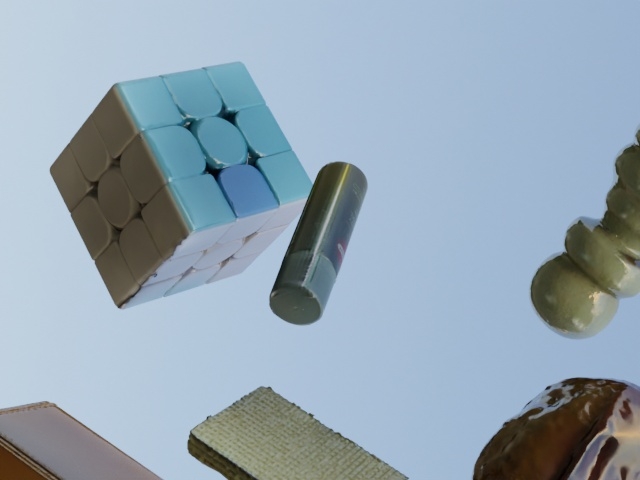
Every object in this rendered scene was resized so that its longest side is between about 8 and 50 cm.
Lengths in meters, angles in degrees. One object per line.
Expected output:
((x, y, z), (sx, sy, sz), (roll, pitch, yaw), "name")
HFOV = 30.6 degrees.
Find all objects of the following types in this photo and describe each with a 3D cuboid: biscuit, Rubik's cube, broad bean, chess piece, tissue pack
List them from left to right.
((-0.237, 0.304, 1.145), (0.274, 0.145, 0.194), (28, -73, 26), "tissue pack")
((-0.238, -0.096, 2.003), (0.291, 0.290, 0.292), (-42, -108, 44), "Rubik's cube")
((-0.024, 0.226, 1.170), (0.199, 0.121, 0.041), (29, -56, 28), "biscuit")
((0.253, 0.224, 1.163), (0.156, 0.228, 0.122), (60, -8, -16), "broad bean")
((0.320, 0.000, 1.248), (0.243, 0.133, 0.133), (-52, -137, 20), "chess piece")

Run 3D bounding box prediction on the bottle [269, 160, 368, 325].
((0.000, 0.000, 1.682), (0.082, 0.082, 0.286), (-43, -163, 41), "bottle")
